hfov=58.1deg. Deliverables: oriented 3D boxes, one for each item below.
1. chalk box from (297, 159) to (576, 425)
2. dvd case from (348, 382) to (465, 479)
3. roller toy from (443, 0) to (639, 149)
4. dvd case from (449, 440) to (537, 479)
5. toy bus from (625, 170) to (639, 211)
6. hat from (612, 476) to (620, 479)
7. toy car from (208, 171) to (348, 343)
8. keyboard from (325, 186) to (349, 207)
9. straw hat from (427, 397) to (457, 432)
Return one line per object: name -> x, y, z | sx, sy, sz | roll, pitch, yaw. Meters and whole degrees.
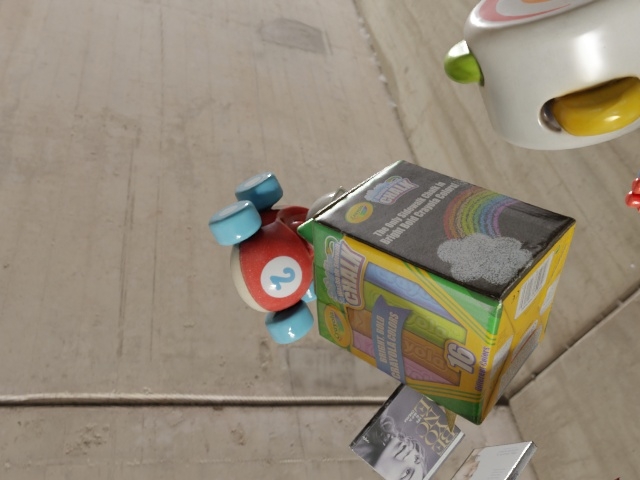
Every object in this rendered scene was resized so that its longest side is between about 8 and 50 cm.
chalk box -> 0.078, 0.026, 0.496 | 0.213, 0.132, 0.132 | 25, -136, 34
dvd case -> 0.167, 0.371, 1.067 | 0.221, 0.164, 0.018 | 49, 168, -32
roller toy -> 0.253, -0.184, 0.574 | 0.191, 0.146, 0.209 | -37, -149, -15
dvd case -> 0.323, 0.513, 1.199 | 0.253, 0.180, 0.022 | -33, -92, -38
toy bus -> 0.606, -0.060, 0.946 | 0.211, 0.220, 0.149 | 0, -132, 8
hat -> 0.579, 0.640, 1.406 | 0.208, 0.173, 0.183 | 15, -111, 9
toy car -> 0.000, 0.000, 0.866 | 0.219, 0.238, 0.210 | 63, -155, -20
keyboard -> 0.097, 0.036, 0.667 | 0.256, 0.072, 0.014 | 39, -160, 22
straw hat -> 0.174, 0.207, 0.859 | 0.061, 0.144, 0.144 | 10, -139, 9
